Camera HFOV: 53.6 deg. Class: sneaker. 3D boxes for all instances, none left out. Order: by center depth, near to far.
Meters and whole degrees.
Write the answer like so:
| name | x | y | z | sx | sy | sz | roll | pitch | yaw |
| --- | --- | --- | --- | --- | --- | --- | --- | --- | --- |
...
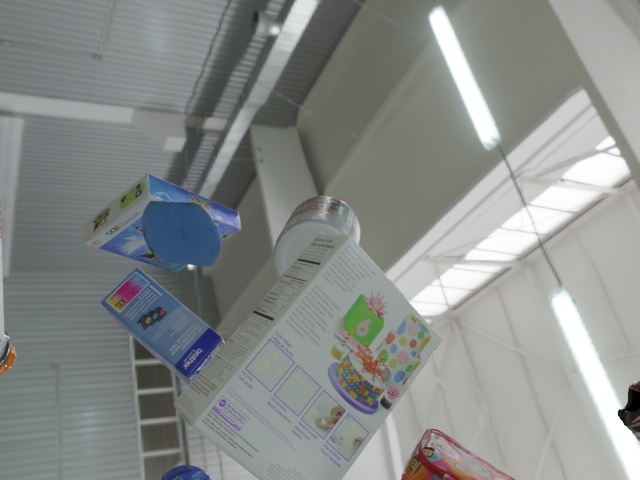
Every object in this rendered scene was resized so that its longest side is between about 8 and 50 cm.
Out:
| name | x | y | z | sx | sy | sz | roll | pitch | yaw |
| --- | --- | --- | --- | --- | --- | --- | --- | --- | --- |
| sneaker | 0.615 | 0.278 | 1.167 | 0.178 | 0.077 | 0.072 | -54 | -176 | -12 |

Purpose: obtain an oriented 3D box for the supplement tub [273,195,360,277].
| name | x | y | z | sx | sy | sz | roll | pitch | yaw |
| --- | --- | --- | --- | --- | --- | --- | --- | --- | --- |
| supplement tub | 0.000 | 0.000 | 1.697 | 0.338 | 0.207 | 0.207 | -71 | 173 | -73 |

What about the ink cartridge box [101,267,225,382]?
| name | x | y | z | sx | sy | sz | roll | pitch | yaw |
| --- | --- | --- | --- | --- | --- | --- | --- | --- | --- |
| ink cartridge box | -0.409 | 0.285 | 1.819 | 0.395 | 0.151 | 0.270 | 35 | -20 | 13 |

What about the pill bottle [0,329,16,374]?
| name | x | y | z | sx | sy | sz | roll | pitch | yaw |
| --- | --- | --- | --- | --- | --- | --- | --- | --- | --- |
| pill bottle | -0.816 | 0.235 | 1.472 | 0.246 | 0.130 | 0.130 | 71 | 0 | -57 |

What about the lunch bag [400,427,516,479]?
| name | x | y | z | sx | sy | sz | roll | pitch | yaw |
| --- | --- | --- | --- | --- | --- | --- | --- | --- | --- |
| lunch bag | 0.319 | 0.526 | 1.328 | 0.293 | 0.258 | 0.120 | 31 | -83 | 13 |

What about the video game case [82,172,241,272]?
| name | x | y | z | sx | sy | sz | roll | pitch | yaw |
| --- | --- | --- | --- | --- | --- | --- | --- | --- | --- |
| video game case | -0.367 | -0.029 | 1.479 | 0.244 | 0.269 | 0.061 | -30 | -124 | 30 |

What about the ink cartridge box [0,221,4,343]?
| name | x | y | z | sx | sy | sz | roll | pitch | yaw |
| --- | --- | --- | --- | --- | --- | --- | --- | --- | --- |
| ink cartridge box | -0.450 | 0.026 | 0.570 | 0.306 | 0.131 | 0.226 | -21 | -113 | 16 |

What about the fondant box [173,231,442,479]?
| name | x | y | z | sx | sy | sz | roll | pitch | yaw |
| --- | --- | --- | --- | --- | --- | --- | --- | --- | --- |
| fondant box | -0.007 | 0.187 | 0.915 | 0.330 | 0.238 | 0.096 | -49 | -157 | -16 |

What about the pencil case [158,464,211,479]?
| name | x | y | z | sx | sy | sz | roll | pitch | yaw |
| --- | --- | --- | --- | --- | --- | --- | --- | --- | --- |
| pencil case | -0.359 | 0.665 | 1.473 | 0.306 | 0.133 | 0.119 | -69 | 170 | -58 |

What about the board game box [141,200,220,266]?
| name | x | y | z | sx | sy | sz | roll | pitch | yaw |
| --- | --- | --- | --- | --- | --- | --- | --- | --- | --- |
| board game box | -0.262 | -0.019 | 1.218 | 0.033 | 0.168 | 0.133 | -55 | 143 | -58 |
